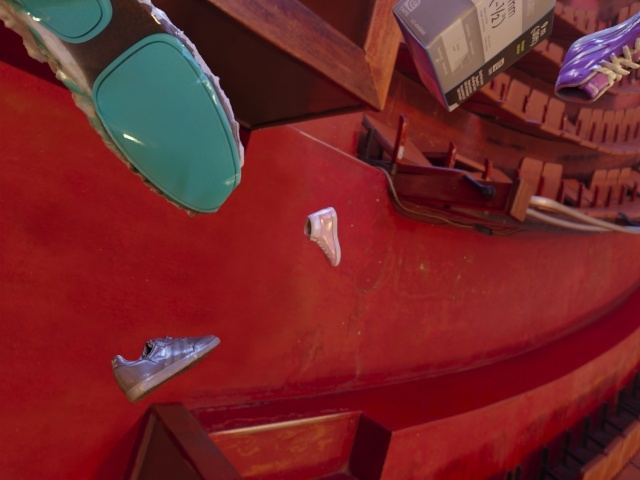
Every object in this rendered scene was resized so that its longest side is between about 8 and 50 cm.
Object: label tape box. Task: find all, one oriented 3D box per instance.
[{"bbox_3d":[0.322,-0.418,0.703,0.115,0.348,0.249,62,19,20],"label":"label tape box"}]

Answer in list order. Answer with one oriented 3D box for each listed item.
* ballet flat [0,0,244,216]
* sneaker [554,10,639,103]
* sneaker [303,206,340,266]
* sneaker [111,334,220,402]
[{"bbox_3d":[-0.224,-0.211,0.435,0.147,0.147,0.408,-49,126,-24],"label":"ballet flat"},{"bbox_3d":[0.593,-0.348,0.779,0.102,0.282,0.160,35,77,-15],"label":"sneaker"},{"bbox_3d":[0.000,0.000,0.848,0.070,0.051,0.134,-17,118,-23],"label":"sneaker"},{"bbox_3d":[-0.232,0.174,0.631,0.071,0.066,0.188,51,21,8],"label":"sneaker"}]
